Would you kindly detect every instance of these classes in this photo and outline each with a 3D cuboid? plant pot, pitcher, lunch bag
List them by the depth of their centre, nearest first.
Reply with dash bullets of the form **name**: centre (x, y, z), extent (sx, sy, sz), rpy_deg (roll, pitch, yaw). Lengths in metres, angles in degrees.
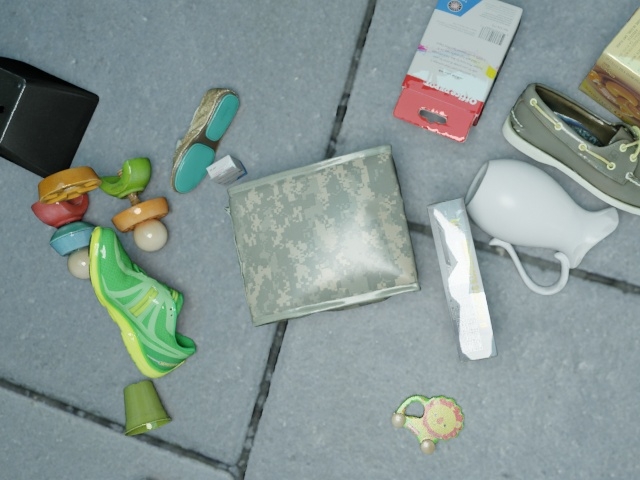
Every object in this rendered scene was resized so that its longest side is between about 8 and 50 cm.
- **pitcher**: centre (0.324, -0.021, 1.005), extent (0.207, 0.125, 0.178), rpy_deg (26, 108, 0)
- **lunch bag**: centre (0.000, 0.000, 1.035), extent (0.287, 0.169, 0.235), rpy_deg (-12, 85, 6)
- **plant pot**: centre (-0.315, 0.293, 1.132), extent (0.083, 0.083, 0.079), rpy_deg (-24, 71, 9)
- **plant pot**: centre (-0.553, -0.232, 1.156), extent (0.187, 0.167, 0.188), rpy_deg (25, 91, 11)

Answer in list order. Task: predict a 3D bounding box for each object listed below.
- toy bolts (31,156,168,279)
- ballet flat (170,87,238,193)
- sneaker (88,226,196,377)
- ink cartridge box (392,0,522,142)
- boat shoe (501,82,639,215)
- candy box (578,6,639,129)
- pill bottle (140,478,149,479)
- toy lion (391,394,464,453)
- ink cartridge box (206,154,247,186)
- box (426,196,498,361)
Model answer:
- **toy bolts**: centre (-0.398, -0.024, 1.111), extent (0.228, 0.218, 0.159), rpy_deg (-23, 89, 27)
- **ballet flat**: centre (-0.217, -0.182, 1.147), extent (0.067, 0.073, 0.206), rpy_deg (32, 91, 38)
- **sneaker**: centre (-0.303, 0.095, 1.093), extent (0.123, 0.109, 0.296), rpy_deg (-24, 117, -6)
- **ink cartridge box**: centre (0.222, -0.281, 1.050), extent (0.134, 0.078, 0.231), rpy_deg (24, 92, 12)
- **boat shoe**: centre (0.431, -0.138, 0.978), extent (0.305, 0.091, 0.109), rpy_deg (31, 51, 12)
- **candy box**: centre (0.544, -0.183, 0.929), extent (0.316, 0.183, 0.087), rpy_deg (40, 96, 11)
- **pill bottle**: centre (-0.262, 0.502, 1.091), extent (0.180, 0.108, 0.108), rpy_deg (30, 93, 11)
- **toy lion**: centre (0.181, 0.293, 1.055), extent (0.100, 0.034, 0.096), rpy_deg (40, 88, 11)
- **ink cartridge box**: centre (-0.165, -0.123, 1.115), extent (0.048, 0.083, 0.028), rpy_deg (-30, 82, 8)
- **box**: centre (0.215, 0.058, 0.982), extent (0.056, 0.183, 0.231), rpy_deg (-12, 84, 10)
